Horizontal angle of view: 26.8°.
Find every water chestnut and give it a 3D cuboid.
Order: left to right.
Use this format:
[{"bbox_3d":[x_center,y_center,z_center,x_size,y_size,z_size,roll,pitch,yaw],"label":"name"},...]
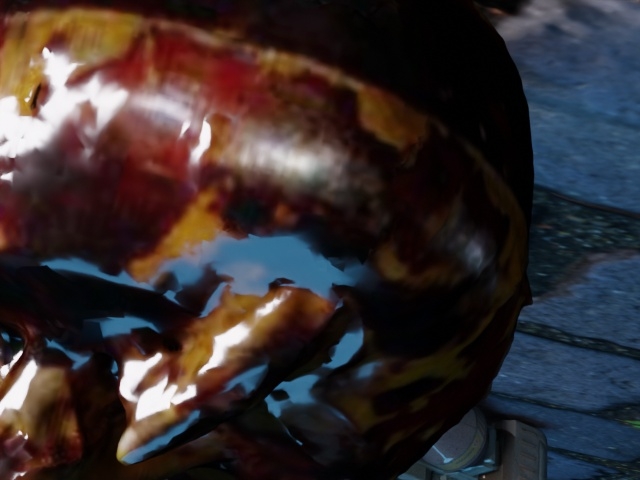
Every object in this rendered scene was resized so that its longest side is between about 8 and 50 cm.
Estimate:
[{"bbox_3d":[-0.061,0.007,0.547,0.300,0.300,0.300,11,165,3],"label":"water chestnut"}]

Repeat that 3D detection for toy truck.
[{"bbox_3d":[0.147,0.225,1.476,0.257,0.108,0.140,25,147,-31],"label":"toy truck"}]
